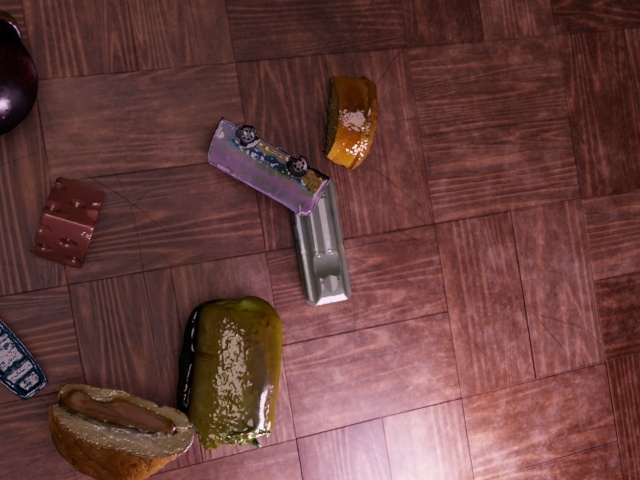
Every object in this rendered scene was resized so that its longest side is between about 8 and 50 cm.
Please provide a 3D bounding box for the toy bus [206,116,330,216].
[{"bbox_3d":[-0.136,-0.185,1.951,0.316,0.112,0.138,28,86,1],"label":"toy bus"}]

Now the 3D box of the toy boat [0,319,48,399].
[{"bbox_3d":[-0.753,0.237,1.786,0.096,0.061,0.299,-40,101,-15],"label":"toy boat"}]

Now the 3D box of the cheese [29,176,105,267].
[{"bbox_3d":[-0.586,-0.066,1.808,0.128,0.203,0.177,16,55,-15],"label":"cheese"}]

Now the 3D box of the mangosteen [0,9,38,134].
[{"bbox_3d":[-0.781,-0.383,1.694,0.306,0.307,0.347,2,58,-18],"label":"mangosteen"}]

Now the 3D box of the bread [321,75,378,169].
[{"bbox_3d":[0.088,-0.323,2.042,0.129,0.134,0.260,5,87,-17],"label":"bread"}]

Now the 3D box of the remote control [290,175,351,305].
[{"bbox_3d":[0.000,0.000,2.039,0.127,0.065,0.336,-10,91,-21],"label":"remote control"}]

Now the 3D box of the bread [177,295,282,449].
[{"bbox_3d":[-0.216,0.321,1.896,0.251,0.208,0.377,9,82,-22],"label":"bread"}]

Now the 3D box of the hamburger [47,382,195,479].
[{"bbox_3d":[-0.472,0.472,1.796,0.329,0.209,0.162,14,40,-8],"label":"hamburger"}]
